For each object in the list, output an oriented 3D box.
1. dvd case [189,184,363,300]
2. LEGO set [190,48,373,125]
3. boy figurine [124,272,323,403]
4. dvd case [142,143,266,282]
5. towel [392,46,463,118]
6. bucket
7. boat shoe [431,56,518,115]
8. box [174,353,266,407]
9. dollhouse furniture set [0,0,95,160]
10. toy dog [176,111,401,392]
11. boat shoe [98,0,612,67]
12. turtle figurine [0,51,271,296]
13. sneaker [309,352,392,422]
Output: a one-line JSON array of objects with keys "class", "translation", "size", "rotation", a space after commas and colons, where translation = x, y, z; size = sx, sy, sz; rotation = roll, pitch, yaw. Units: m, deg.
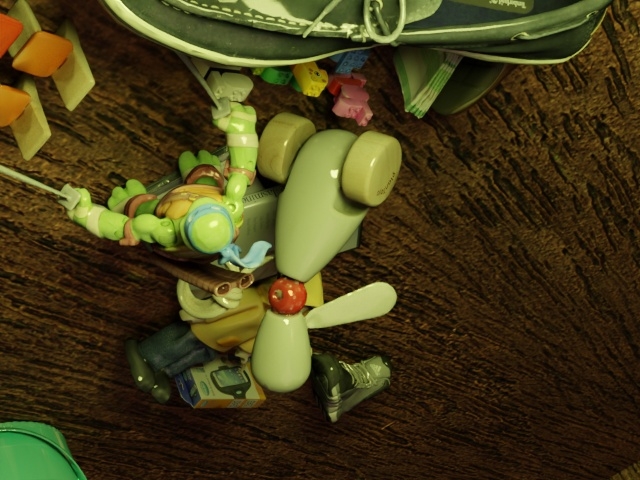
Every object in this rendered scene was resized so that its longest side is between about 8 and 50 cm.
[{"class": "dvd case", "translation": [-0.060, -0.008, 1.561], "size": [0.253, 0.022, 0.180], "rotation": [-19, 148, -14]}, {"class": "LEGO set", "translation": [-0.013, -0.174, 1.308], "size": [0.227, 0.093, 0.087], "rotation": [1, 140, -36]}, {"class": "boy figurine", "translation": [-0.119, 0.121, 1.682], "size": [0.285, 0.092, 0.177], "rotation": [-25, 146, 6]}, {"class": "dvd case", "translation": [-0.140, -0.026, 1.513], "size": [0.164, 0.018, 0.221], "rotation": [-27, 149, 3]}, {"class": "towel", "translation": [0.125, -0.222, 1.323], "size": [0.023, 0.113, 0.152], "rotation": [11, 134, -24]}, {"class": "bucket", "translation": [-0.460, 0.399, 1.763], "size": [0.281, 0.183, 0.281], "rotation": [-19, 149, -12]}, {"class": "boat shoe", "translation": [0.229, -0.261, 1.329], "size": [0.120, 0.122, 0.324], "rotation": [-2, 142, -39]}, {"class": "box", "translation": [-0.151, 0.205, 1.791], "size": [0.136, 0.081, 0.028], "rotation": [8, 136, -43]}, {"class": "dollhouse furniture set", "translation": [-0.369, -0.119, 1.094], "size": [0.259, 0.135, 0.262], "rotation": [-43, 145, 26]}, {"class": "toy dog", "translation": [0.000, 0.000, 1.443], "size": [0.161, 0.220, 0.334], "rotation": [-9, 137, -58]}, {"class": "boat shoe", "translation": [0.046, -0.249, 1.084], "size": [0.500, 0.187, 0.156], "rotation": [2, 169, -18]}, {"class": "turtle figurine", "translation": [-0.165, -0.079, 1.269], "size": [0.274, 0.266, 0.198], "rotation": [32, 85, -11]}, {"class": "sneaker", "translation": [0.053, 0.210, 1.958], "size": [0.132, 0.086, 0.229], "rotation": [-25, 159, -10]}]
